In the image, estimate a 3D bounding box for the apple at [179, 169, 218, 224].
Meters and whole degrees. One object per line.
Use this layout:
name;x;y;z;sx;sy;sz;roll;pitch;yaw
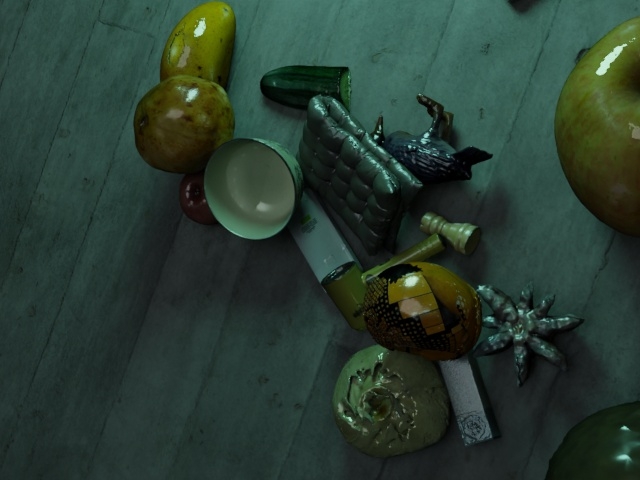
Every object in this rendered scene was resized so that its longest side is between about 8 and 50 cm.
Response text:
apple;-0.270;-0.113;2.087;0.153;0.120;0.153;-4;82;25

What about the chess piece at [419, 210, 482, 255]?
chess piece;0.274;-0.021;1.841;0.122;0.066;0.066;28;95;33

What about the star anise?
star anise;0.400;0.178;1.728;0.229;0.093;0.236;-38;70;16

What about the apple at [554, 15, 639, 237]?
apple;0.609;-0.204;1.546;0.391;0.346;0.391;-6;75;22

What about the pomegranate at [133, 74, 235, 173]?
pomegranate;-0.313;-0.266;1.996;0.248;0.248;0.248;-4;80;26

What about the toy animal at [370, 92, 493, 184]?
toy animal;0.225;-0.201;1.858;0.298;0.122;0.185;31;92;34

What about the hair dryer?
hair dryer;0.150;0.076;1.844;0.278;0.090;0.135;-31;99;19

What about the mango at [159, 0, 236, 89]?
mango;-0.295;-0.456;2.121;0.160;0.191;0.290;20;86;20

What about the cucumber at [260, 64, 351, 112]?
cucumber;-0.044;-0.365;2.050;0.244;0.063;0.115;6;84;28

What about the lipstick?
lipstick;0.286;0.259;1.784;0.066;0.068;0.317;-23;73;22

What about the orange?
orange;0.199;0.137;1.679;0.234;0.234;0.182;16;78;27

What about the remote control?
remote control;0.000;0.000;1.983;0.103;0.034;0.250;-39;66;16

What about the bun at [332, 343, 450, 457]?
bun;0.136;0.331;1.803;0.259;0.152;0.259;-3;83;27

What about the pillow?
pillow;0.071;-0.143;1.882;0.326;0.101;0.228;51;146;26

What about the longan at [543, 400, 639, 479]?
longan;0.560;0.450;1.444;0.391;0.391;0.391;-4;80;26

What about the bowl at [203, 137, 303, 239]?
bowl;-0.138;-0.130;1.973;0.237;0.126;0.238;8;111;20
